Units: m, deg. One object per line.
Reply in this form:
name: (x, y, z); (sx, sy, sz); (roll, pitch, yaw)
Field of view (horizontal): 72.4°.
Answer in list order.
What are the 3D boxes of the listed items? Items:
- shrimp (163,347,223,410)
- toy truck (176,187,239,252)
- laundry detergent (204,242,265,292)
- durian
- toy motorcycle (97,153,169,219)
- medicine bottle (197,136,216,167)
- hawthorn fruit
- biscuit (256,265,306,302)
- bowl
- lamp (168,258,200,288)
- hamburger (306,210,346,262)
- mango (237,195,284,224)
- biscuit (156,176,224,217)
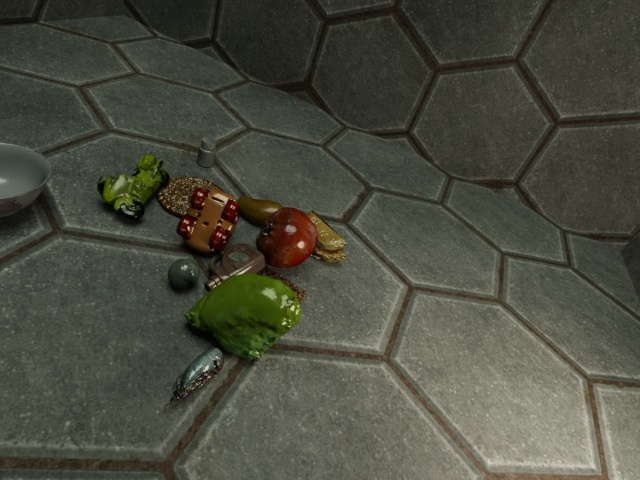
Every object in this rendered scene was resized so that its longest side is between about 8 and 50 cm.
shrimp: (-0.352, 0.382, 1.210); (0.090, 0.079, 0.233); (-1, 26, 33)
toy truck: (-0.415, -0.073, 1.695); (0.189, 0.239, 0.264); (22, 78, -2)
laundry detergent: (-0.336, 0.097, 1.583); (0.171, 0.076, 0.237); (28, 44, 33)
durian: (-0.220, 0.219, 1.346); (0.256, 0.340, 0.204); (52, 19, 1)
toy motorcycle: (-0.744, -0.219, 1.731); (0.206, 0.142, 0.342); (35, 36, -17)
medicine bottle: (-0.544, -0.424, 2.098); (0.080, 0.130, 0.080); (15, 36, -11)
hawthorn fruit: (-0.105, 0.007, 1.710); (0.272, 0.242, 0.242); (26, 30, -33)
biscuit: (-0.174, 0.168, 1.615); (0.237, 0.026, 0.131); (31, 35, 11)
bowl: (-1.097, -0.181, 1.473); (0.346, 0.157, 0.345); (14, 36, -10)
lamp: (-0.459, 0.112, 1.474); (0.105, 0.105, 0.105); (14, 36, -11)
hamburger: (0.000, 0.000, 1.858); (0.131, 0.124, 0.262); (-28, 52, -25)
mango: (-0.261, -0.131, 1.900); (0.228, 0.099, 0.136); (20, 39, 11)
biscuit: (-0.542, -0.189, 1.874); (0.305, 0.038, 0.305); (14, 36, -11)
